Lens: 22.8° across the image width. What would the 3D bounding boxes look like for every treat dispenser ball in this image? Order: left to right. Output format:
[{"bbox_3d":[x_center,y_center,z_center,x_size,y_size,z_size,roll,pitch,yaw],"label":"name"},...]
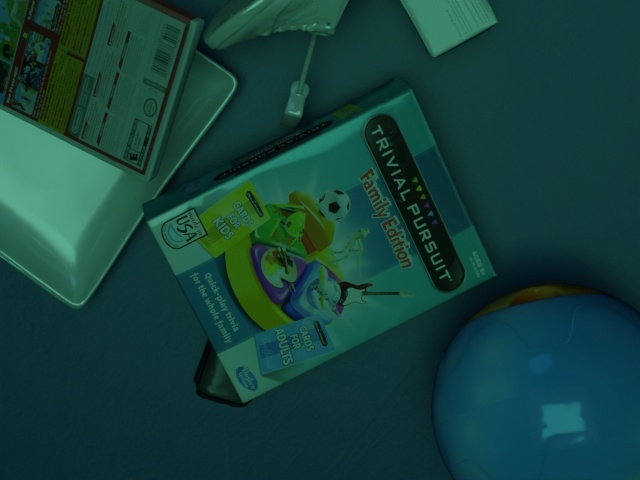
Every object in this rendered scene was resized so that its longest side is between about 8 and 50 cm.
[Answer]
[{"bbox_3d":[0.271,0.191,1.807,0.288,0.288,0.288,0,98,3],"label":"treat dispenser ball"}]

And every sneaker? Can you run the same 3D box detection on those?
[{"bbox_3d":[-0.025,-0.256,1.754,0.212,0.080,0.094,-32,115,6],"label":"sneaker"}]

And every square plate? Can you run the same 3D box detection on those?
[{"bbox_3d":[-0.330,-0.152,1.911,0.344,0.049,0.347,36,98,-2],"label":"square plate"}]

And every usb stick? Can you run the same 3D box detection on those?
[{"bbox_3d":[-0.080,0.069,1.931,0.077,0.045,0.278,19,98,-2],"label":"usb stick"}]

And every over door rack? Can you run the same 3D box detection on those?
[{"bbox_3d":[-0.094,-0.311,1.818,0.239,0.108,0.324,15,90,-3],"label":"over door rack"}]

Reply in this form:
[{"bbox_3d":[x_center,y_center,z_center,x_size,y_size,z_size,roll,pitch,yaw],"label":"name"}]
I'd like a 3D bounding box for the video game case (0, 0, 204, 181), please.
[{"bbox_3d":[-0.284,-0.214,1.802,0.285,0.025,0.204,27,116,12],"label":"video game case"}]

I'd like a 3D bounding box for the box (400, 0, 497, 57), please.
[{"bbox_3d":[0.144,-0.273,1.841,0.087,0.101,0.102,-30,94,7],"label":"box"}]

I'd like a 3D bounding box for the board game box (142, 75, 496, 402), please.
[{"bbox_3d":[0.000,0.000,1.850,0.336,0.079,0.253,-27,110,-1],"label":"board game box"}]
